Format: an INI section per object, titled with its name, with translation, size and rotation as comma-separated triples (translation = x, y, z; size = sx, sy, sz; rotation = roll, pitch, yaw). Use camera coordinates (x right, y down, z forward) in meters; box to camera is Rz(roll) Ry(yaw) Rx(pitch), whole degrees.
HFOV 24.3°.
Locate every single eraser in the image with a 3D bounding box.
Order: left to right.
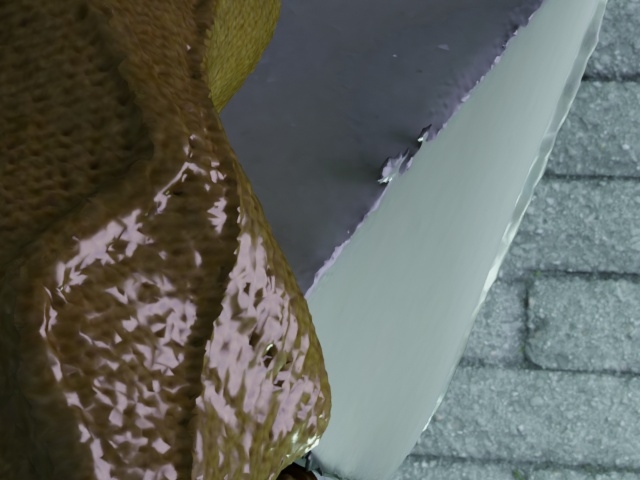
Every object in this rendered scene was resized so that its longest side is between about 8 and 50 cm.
[eraser]
translation = 0.000, 0.000, 0.746
size = 0.331, 0.150, 0.331
rotation = -53, 159, -31

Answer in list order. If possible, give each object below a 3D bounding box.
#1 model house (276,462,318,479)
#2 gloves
[model house]
translation = -0.057, 0.189, 0.813
size = 0.229, 0.219, 0.199
rotation = 48, 21, 0
[gloves]
translation = -0.102, 0.004, 0.444
size = 0.155, 0.203, 0.356
rotation = 34, 43, -37
